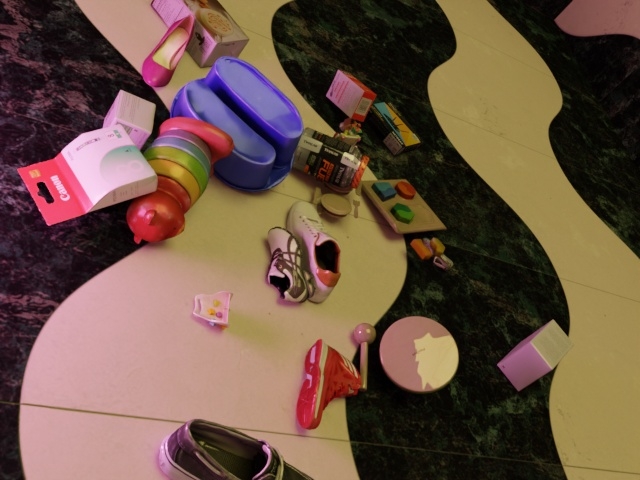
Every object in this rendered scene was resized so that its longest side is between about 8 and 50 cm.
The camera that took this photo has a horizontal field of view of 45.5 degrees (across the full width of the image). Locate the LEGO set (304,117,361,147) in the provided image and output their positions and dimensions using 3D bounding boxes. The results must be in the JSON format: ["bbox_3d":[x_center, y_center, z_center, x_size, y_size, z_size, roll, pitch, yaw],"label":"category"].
[{"bbox_3d":[0.068,-0.299,2.181,0.132,0.107,0.287,50,38,9],"label":"LEGO set"}]

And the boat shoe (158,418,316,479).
[{"bbox_3d":[-0.116,0.413,1.336,0.335,0.119,0.121,26,41,-21],"label":"boat shoe"}]

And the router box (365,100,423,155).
[{"bbox_3d":[0.229,-0.359,2.430,0.133,0.046,0.179,-22,70,-50],"label":"router box"}]

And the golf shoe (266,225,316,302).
[{"bbox_3d":[-0.086,0.052,1.740,0.093,0.077,0.198,-4,56,-43],"label":"golf shoe"}]

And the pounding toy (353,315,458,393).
[{"bbox_3d":[0.194,0.281,1.772,0.236,0.110,0.183,0,61,-5],"label":"pounding toy"}]

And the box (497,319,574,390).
[{"bbox_3d":[0.576,0.306,2.039,0.091,0.130,0.170,52,39,11],"label":"box"}]

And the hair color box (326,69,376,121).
[{"bbox_3d":[0.091,-0.438,2.302,0.053,0.093,0.167,9,28,-37],"label":"hair color box"}]

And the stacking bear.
[{"bbox_3d":[-0.322,-0.116,1.636,0.164,0.175,0.289,32,47,-17],"label":"stacking bear"}]

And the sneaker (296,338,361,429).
[{"bbox_3d":[0.030,0.313,1.589,0.128,0.087,0.221,29,41,-16],"label":"sneaker"}]

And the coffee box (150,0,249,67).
[{"bbox_3d":[-0.336,-0.610,2.126,0.246,0.098,0.141,52,39,11],"label":"coffee box"}]

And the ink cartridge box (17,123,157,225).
[{"bbox_3d":[-0.464,-0.137,1.516,0.224,0.056,0.181,-20,53,-29],"label":"ink cartridge box"}]

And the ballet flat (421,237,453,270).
[{"bbox_3d":[0.323,0.042,2.143,0.114,0.041,0.041,43,38,2],"label":"ballet flat"}]

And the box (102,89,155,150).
[{"bbox_3d":[-0.432,-0.257,1.707,0.087,0.101,0.102,21,45,-26],"label":"box"}]

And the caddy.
[{"bbox_3d":[-0.205,-0.279,1.872,0.341,0.179,0.241,44,60,0],"label":"caddy"}]

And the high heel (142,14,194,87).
[{"bbox_3d":[-0.383,-0.487,1.953,0.082,0.117,0.244,34,38,-12],"label":"high heel"}]

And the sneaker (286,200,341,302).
[{"bbox_3d":[0.000,0.000,1.829,0.105,0.123,0.290,12,46,-31],"label":"sneaker"}]

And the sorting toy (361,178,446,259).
[{"bbox_3d":[0.261,-0.072,2.152,0.229,0.041,0.307,-2,46,-43],"label":"sorting toy"}]

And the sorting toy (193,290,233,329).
[{"bbox_3d":[-0.223,0.142,1.566,0.075,0.045,0.083,18,44,-18],"label":"sorting toy"}]

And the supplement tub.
[{"bbox_3d":[0.026,-0.213,2.021,0.190,0.117,0.117,22,39,2],"label":"supplement tub"}]

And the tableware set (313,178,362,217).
[{"bbox_3d":[0.041,-0.117,2.040,0.128,0.039,0.194,18,36,-6],"label":"tableware set"}]
